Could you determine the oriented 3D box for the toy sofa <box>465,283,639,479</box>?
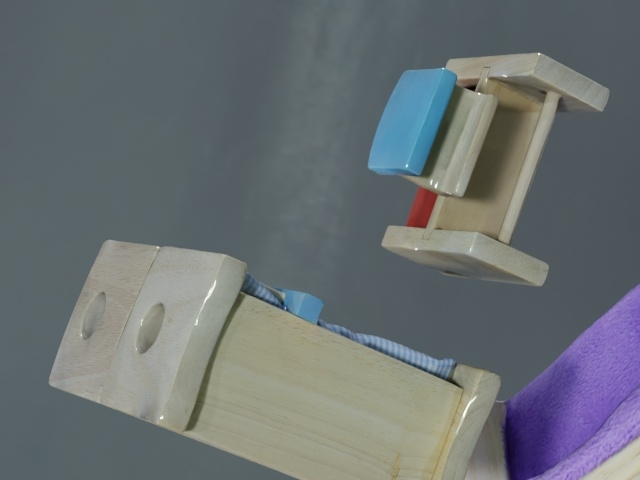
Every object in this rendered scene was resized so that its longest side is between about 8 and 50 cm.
[{"bbox_3d":[0.160,0.052,0.783,0.362,0.177,0.150,-49,37,45],"label":"toy sofa"}]

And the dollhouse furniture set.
[{"bbox_3d":[0.000,0.000,0.754,0.129,0.129,0.183,6,73,63],"label":"dollhouse furniture set"}]
